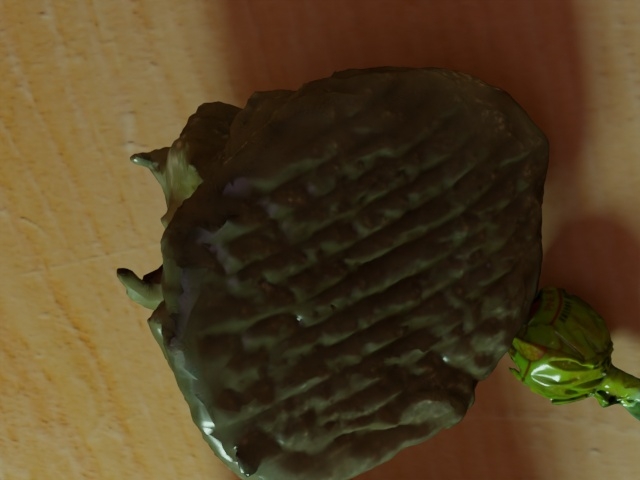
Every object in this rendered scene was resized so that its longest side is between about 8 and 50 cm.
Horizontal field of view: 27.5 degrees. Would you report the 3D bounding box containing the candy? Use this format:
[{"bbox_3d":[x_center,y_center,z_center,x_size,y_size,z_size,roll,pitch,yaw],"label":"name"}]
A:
[{"bbox_3d":[0.249,0.122,0.943,0.262,0.077,0.073,29,125,2],"label":"candy"}]

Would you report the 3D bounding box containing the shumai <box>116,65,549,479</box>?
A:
[{"bbox_3d":[0.000,0.000,0.958,0.314,0.262,0.267,-42,113,-7],"label":"shumai"}]
